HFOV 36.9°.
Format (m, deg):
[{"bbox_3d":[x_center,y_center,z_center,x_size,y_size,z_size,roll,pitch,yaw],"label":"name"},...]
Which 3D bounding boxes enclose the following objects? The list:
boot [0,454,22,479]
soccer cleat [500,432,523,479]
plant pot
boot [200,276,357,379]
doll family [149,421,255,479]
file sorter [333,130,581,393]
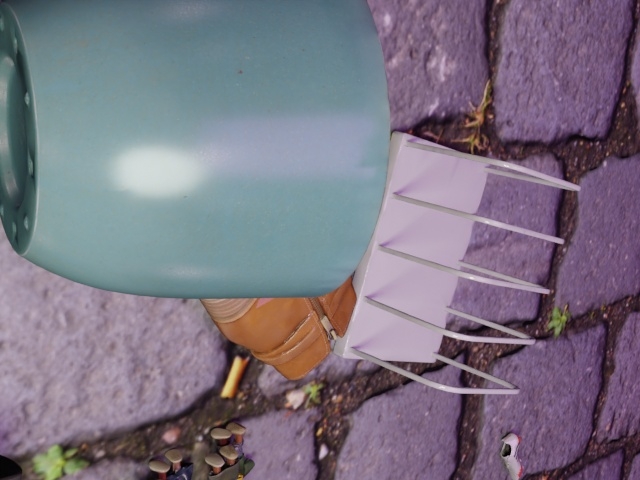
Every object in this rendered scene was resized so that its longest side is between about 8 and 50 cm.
[{"bbox_3d":[-0.342,0.283,0.720,0.263,0.091,0.229,9,97,-49],"label":"boot"},{"bbox_3d":[0.298,0.341,1.506,0.035,0.029,0.083,-16,112,-32],"label":"soccer cleat"},{"bbox_3d":[-0.123,-0.088,0.741,0.235,0.293,0.293,-6,109,-27],"label":"plant pot"},{"bbox_3d":[0.000,0.000,1.011,0.283,0.109,0.220,-52,133,-17],"label":"boot"},{"bbox_3d":[-0.132,0.279,1.008,0.193,0.076,0.111,-17,120,-36],"label":"doll family"},{"bbox_3d":[0.171,0.035,1.158,0.193,0.173,0.278,11,97,-47],"label":"file sorter"}]
